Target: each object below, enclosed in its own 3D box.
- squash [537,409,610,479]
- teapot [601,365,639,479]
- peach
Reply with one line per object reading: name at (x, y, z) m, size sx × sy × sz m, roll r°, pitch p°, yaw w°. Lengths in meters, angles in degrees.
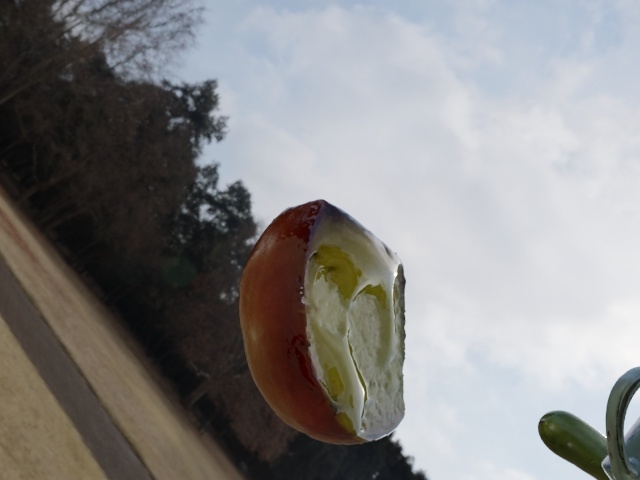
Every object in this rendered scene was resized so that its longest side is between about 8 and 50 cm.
squash at (0.405, 0.318, 0.994) m, size 0.201 × 0.066 × 0.066 m, roll 36°, pitch -12°, yaw -10°
teapot at (0.338, 0.185, 0.572) m, size 0.232 × 0.159 × 0.159 m, roll 27°, pitch -10°, yaw -12°
peach at (-0.007, 0.124, 1.087) m, size 0.242 × 0.306 × 0.380 m, roll 3°, pitch -87°, yaw 37°
